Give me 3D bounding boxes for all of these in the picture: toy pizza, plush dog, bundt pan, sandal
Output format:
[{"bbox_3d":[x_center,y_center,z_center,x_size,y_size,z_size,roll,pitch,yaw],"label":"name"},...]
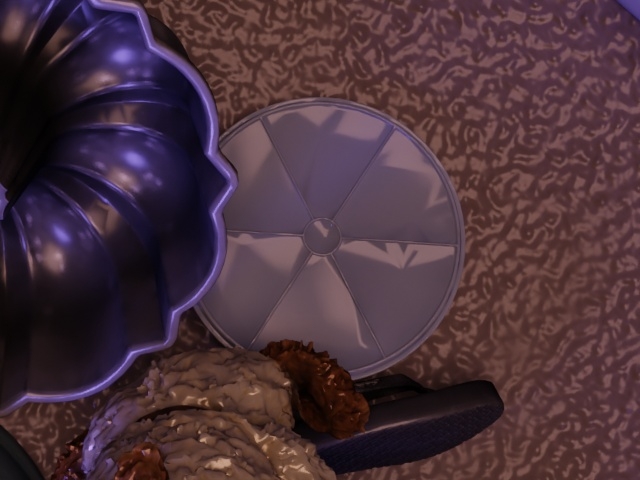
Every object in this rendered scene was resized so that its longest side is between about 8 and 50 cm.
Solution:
[{"bbox_3d":[0.000,0.000,1.174,0.201,0.032,0.201,1,79,-5],"label":"toy pizza"},{"bbox_3d":[-0.081,0.152,1.023,0.262,0.225,0.211,-20,120,6],"label":"plush dog"},{"bbox_3d":[-0.217,-0.057,1.060,0.330,0.124,0.331,-2,122,-3],"label":"bundt pan"},{"bbox_3d":[0.004,0.127,1.165,0.254,0.097,0.055,-11,67,-9],"label":"sandal"}]

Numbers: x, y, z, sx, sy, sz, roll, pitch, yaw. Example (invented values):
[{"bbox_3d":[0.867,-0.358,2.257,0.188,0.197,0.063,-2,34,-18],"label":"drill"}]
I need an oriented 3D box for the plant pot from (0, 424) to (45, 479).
[{"bbox_3d":[-0.305,0.239,1.065,0.293,0.196,0.293,0,91,-8],"label":"plant pot"}]

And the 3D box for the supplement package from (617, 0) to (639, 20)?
[{"bbox_3d":[0.272,-0.198,1.145,0.105,0.179,0.105,39,86,-8],"label":"supplement package"}]
